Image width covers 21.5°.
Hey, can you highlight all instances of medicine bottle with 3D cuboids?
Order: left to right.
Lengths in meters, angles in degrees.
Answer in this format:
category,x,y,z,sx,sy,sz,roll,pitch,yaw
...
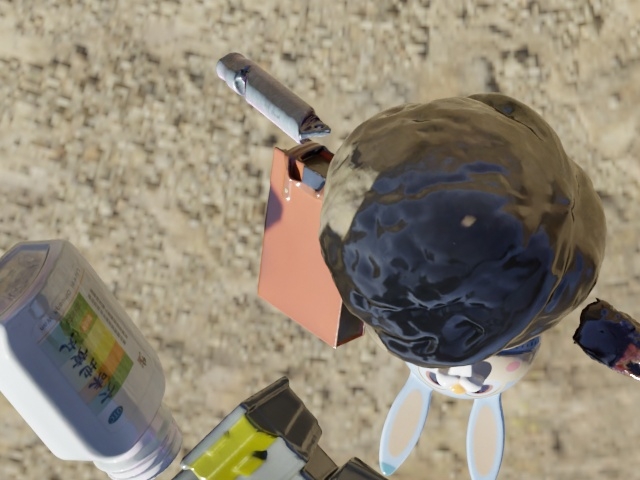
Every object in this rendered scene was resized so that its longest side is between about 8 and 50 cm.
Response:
category,x,y,z,sx,sy,sz,roll,pitch,yaw
medicine bottle,-0.294,0.161,2.072,0.124,0.179,0.324,-3,132,35

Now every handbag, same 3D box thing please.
category,x,y,z,sx,sy,sz,roll,pitch,yaw
handbag,0.000,0.000,1.758,0.127,0.063,0.190,32,129,36

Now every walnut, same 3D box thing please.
category,x,y,z,sx,sy,sz,roll,pitch,yaw
walnut,0.124,-0.013,1.459,0.248,0.248,0.248,2,131,3

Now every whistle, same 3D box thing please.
category,x,y,z,sx,sy,sz,roll,pitch,yaw
whistle,-0.044,-0.126,1.490,0.033,0.176,0.033,-14,121,-25

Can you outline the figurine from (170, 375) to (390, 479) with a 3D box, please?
category,x,y,z,sx,sy,sz,roll,pitch,yaw
figurine,0.008,0.264,1.382,0.285,0.167,0.342,47,169,4

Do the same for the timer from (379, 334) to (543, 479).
category,x,y,z,sx,sy,sz,roll,pitch,yaw
timer,0.148,0.140,1.804,0.175,0.255,0.175,13,174,1

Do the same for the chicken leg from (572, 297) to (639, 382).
category,x,y,z,sx,sy,sz,roll,pitch,yaw
chicken leg,0.311,0.169,1.264,0.177,0.322,0.083,-14,152,0
